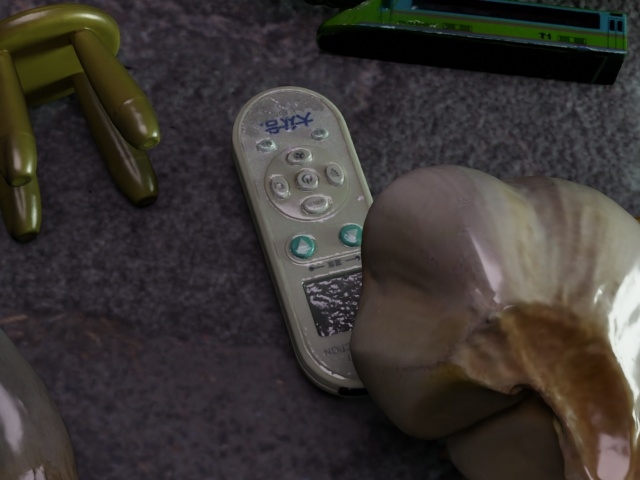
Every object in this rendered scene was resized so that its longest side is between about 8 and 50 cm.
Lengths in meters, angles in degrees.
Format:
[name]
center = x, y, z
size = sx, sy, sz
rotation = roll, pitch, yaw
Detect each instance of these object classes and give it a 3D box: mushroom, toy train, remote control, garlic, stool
[mushroom]
center = -0.232, 0.076, 1.172
size = 0.278, 0.099, 0.096
rotation = 43, 73, 12
[toy train]
center = 0.103, -0.145, 1.340
size = 0.209, 0.044, 0.042
rotation = 6, 63, -2
[remote control]
center = 0.000, 0.000, 1.259
size = 0.078, 0.042, 0.221
rotation = -13, 66, -12
[garlic]
center = 0.130, 0.072, 1.144
size = 0.281, 0.203, 0.185
rotation = 44, 67, -8
[stool]
center = -0.166, -0.078, 1.245
size = 0.135, 0.134, 0.110
rotation = -33, 68, 29

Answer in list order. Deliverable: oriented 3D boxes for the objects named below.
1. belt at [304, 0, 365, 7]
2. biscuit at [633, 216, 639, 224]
[belt]
center = -0.001, -0.231, 1.349
size = 0.151, 0.079, 0.121
rotation = 38, 87, 11
[biscuit]
center = 0.261, 0.084, 1.239
size = 0.203, 0.041, 0.260
rotation = -33, 68, -20
